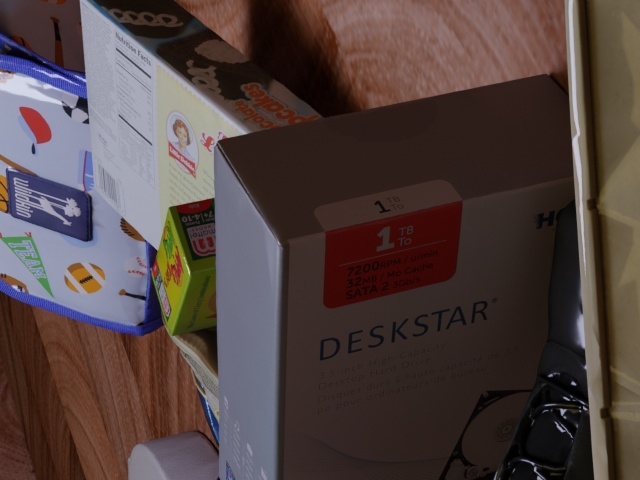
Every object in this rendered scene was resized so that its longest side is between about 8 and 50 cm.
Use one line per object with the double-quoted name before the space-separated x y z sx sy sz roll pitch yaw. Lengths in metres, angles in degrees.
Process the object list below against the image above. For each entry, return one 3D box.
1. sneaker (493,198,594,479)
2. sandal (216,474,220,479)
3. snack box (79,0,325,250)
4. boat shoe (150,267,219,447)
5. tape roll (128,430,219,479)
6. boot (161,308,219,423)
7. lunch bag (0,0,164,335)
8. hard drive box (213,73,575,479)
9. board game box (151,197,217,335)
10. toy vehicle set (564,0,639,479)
"sneaker" 0.124 0.121 0.693 0.109 0.130 0.286 -156 57 -69
"sandal" -0.085 0.249 1.538 0.072 0.049 0.180 -149 49 -66
"snack box" -0.066 -0.041 1.140 0.322 0.060 0.187 41 143 37
"boat shoe" -0.083 0.067 1.311 0.089 0.109 0.258 96 170 -85
"tape roll" -0.129 0.404 1.746 0.392 0.072 0.392 167 90 -72
"boot" -0.039 0.120 1.050 0.213 0.077 0.165 -135 27 -62
"lunch bag" -0.270 -0.126 1.574 0.385 0.239 0.328 44 145 32
"hard drive box" 0.043 0.047 0.802 0.089 0.181 0.232 -123 26 -46
"board game box" 0.000 0.000 0.896 0.092 0.181 0.043 116 138 -63
"toy vehicle set" 0.168 0.033 0.548 0.166 0.035 0.267 13 116 46
